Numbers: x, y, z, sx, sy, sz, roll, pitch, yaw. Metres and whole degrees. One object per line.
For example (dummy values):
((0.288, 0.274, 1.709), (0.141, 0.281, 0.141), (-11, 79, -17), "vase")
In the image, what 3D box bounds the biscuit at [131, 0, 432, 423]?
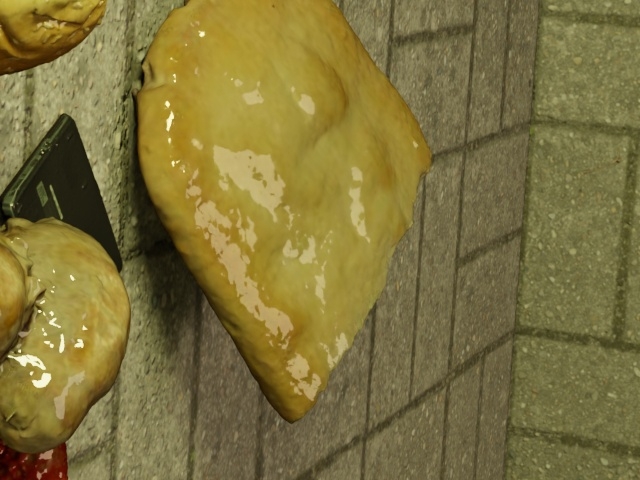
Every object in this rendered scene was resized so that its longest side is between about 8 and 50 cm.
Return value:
((-0.031, -0.097, 2.089), (0.429, 0.104, 0.446), (-51, 121, -40), "biscuit")

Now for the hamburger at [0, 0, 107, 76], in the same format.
((-0.280, -0.178, 1.491), (0.155, 0.207, 0.135), (-49, 138, -62), "hamburger")

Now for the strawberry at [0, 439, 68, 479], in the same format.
((-0.285, 0.196, 1.737), (0.175, 0.107, 0.236), (-52, 143, -53), "strawberry")

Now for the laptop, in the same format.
((-0.256, -0.006, 1.850), (0.154, 0.026, 0.207), (-60, 149, -42), "laptop")

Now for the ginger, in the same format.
((-0.288, 0.045, 1.575), (0.304, 0.155, 0.244), (44, 38, -48), "ginger")
